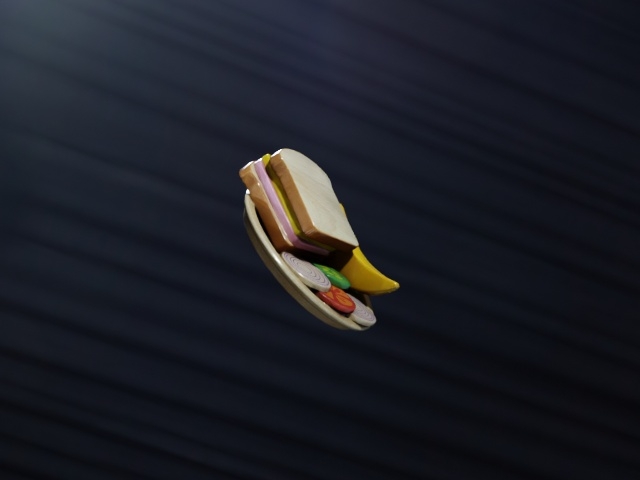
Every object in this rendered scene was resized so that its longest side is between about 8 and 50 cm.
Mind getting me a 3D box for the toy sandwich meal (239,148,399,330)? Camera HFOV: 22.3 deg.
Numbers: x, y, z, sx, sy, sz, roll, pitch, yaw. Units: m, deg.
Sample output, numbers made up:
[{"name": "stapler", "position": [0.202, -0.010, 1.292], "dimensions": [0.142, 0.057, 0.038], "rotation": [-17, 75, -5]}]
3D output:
[{"name": "toy sandwich meal", "position": [0.000, 0.000, 0.680], "dimensions": [0.029, 0.085, 0.085], "rotation": [-41, 23, 16]}]
